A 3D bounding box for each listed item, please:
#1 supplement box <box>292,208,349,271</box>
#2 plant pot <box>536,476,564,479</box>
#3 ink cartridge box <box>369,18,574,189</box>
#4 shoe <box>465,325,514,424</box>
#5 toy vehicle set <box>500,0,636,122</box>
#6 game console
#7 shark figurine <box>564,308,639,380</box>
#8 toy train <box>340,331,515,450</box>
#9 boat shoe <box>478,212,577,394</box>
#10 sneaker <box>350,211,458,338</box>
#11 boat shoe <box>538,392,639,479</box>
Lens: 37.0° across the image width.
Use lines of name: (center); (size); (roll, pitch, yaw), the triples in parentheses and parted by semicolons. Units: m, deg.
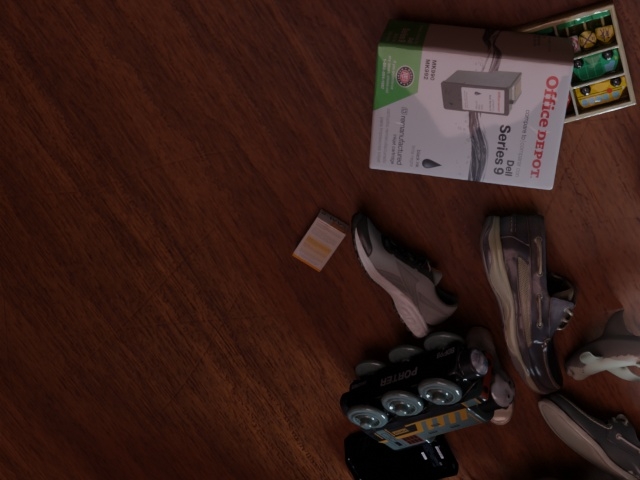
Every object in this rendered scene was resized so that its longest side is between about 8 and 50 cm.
supplement box: (0.000, 0.000, 1.734); (0.062, 0.036, 0.098); (32, 121, -5)
plant pot: (0.495, 0.592, 1.781); (0.280, 0.323, 0.323); (31, 131, 41)
ink cartridge box: (0.230, -0.210, 1.468); (0.289, 0.121, 0.211); (7, 120, 9)
shoe: (0.311, 0.265, 1.792); (0.076, 0.058, 0.219); (-12, 115, 19)
toy vehicle set: (0.344, -0.260, 1.506); (0.266, 0.035, 0.166); (-14, 114, 20)
game console: (0.205, 0.530, 1.966); (0.213, 0.044, 0.361); (-19, 110, 26)
shark figurine: (0.555, 0.178, 1.668); (0.278, 0.116, 0.166); (-5, 151, 25)
toy train: (0.193, 0.283, 1.753); (0.190, 0.142, 0.334); (36, 136, -28)
boat shoe: (0.377, 0.114, 1.652); (0.130, 0.132, 0.356); (-13, 116, 20)
sneaker: (0.145, 0.048, 1.700); (0.108, 0.100, 0.271); (-32, 113, 17)
boat shoe: (0.549, 0.379, 1.797); (0.319, 0.116, 0.099); (40, 77, -2)
